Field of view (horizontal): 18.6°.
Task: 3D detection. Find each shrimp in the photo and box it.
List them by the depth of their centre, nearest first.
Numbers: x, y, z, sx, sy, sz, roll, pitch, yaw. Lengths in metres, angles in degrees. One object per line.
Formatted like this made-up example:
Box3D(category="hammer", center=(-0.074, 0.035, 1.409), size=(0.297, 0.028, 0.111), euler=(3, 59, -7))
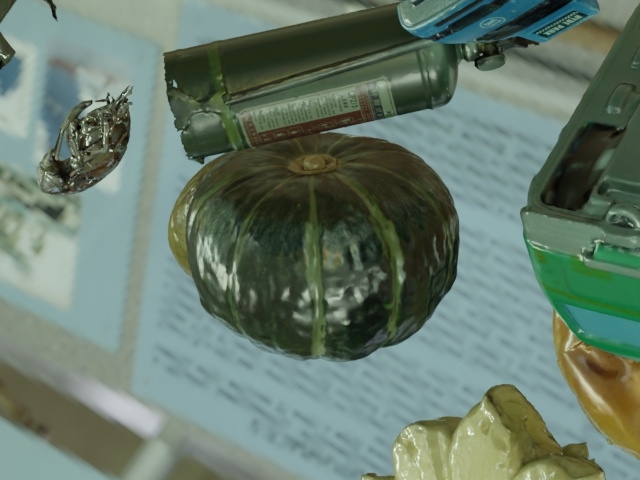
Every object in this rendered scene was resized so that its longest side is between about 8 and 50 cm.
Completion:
Box3D(category="shrimp", center=(-0.192, -0.088, 1.646), size=(0.065, 0.057, 0.165), euler=(1, 146, -25))

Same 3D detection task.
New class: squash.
Box3D(category="squash", center=(0.000, 0.000, 1.783), size=(0.252, 0.252, 0.165), euler=(20, 127, 37))

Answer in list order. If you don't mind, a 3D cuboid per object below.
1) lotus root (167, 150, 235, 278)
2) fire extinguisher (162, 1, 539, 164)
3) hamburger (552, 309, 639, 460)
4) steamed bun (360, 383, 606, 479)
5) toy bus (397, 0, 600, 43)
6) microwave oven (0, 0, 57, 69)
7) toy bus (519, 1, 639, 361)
Box3D(category="lotus root", center=(-0.068, -0.034, 2.099), size=(0.154, 0.154, 0.278), euler=(39, 151, -10))
Box3D(category="fire extinguisher", center=(0.028, -0.134, 1.536), size=(0.294, 0.093, 0.118), euler=(-12, 168, 4))
Box3D(category="hamburger", center=(0.397, 0.108, 2.125), size=(0.170, 0.289, 0.314), euler=(100, 153, -71))
Box3D(category="steamed bun", center=(0.159, 0.272, 1.665), size=(0.137, 0.295, 0.292), euler=(12, 177, -39))
Box3D(category="toy bus", center=(0.114, -0.257, 1.340), size=(0.134, 0.246, 0.113), euler=(12, 154, -37))
Box3D(category="microwave oven", center=(-0.381, -0.137, 1.150), size=(0.374, 0.236, 0.432), euler=(35, 166, -16))
Box3D(category="toy bus", center=(0.306, -0.063, 1.500), size=(0.183, 0.343, 0.199), euler=(14, 145, 31))
